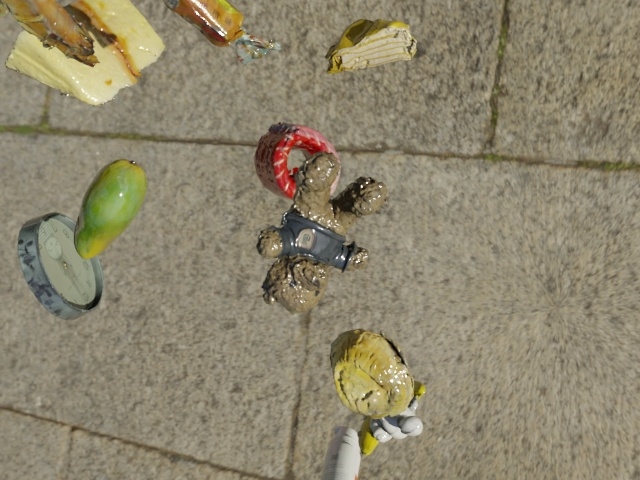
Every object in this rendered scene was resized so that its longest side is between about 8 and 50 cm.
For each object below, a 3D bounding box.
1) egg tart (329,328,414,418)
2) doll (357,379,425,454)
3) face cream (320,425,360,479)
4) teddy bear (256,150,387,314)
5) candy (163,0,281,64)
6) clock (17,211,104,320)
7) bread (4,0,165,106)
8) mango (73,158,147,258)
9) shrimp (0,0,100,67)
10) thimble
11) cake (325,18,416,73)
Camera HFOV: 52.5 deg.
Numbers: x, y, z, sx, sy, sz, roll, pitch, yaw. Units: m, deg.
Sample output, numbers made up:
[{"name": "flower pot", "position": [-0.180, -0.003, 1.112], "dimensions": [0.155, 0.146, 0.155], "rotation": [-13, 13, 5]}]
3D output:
[{"name": "egg tart", "position": [0.107, 0.328, 1.542], "dimensions": [0.232, 0.098, 0.252], "rotation": [26, 124, 21]}, {"name": "doll", "position": [0.194, 0.467, 1.746], "dimensions": [0.237, 0.252, 0.111], "rotation": [-39, 98, 28]}, {"name": "face cream", "position": [0.050, 0.650, 1.769], "dimensions": [0.102, 0.345, 0.102], "rotation": [5, 119, 10]}, {"name": "teddy bear", "position": [-0.002, -0.011, 0.956], "dimensions": [0.182, 0.129, 0.251], "rotation": [19, 110, -18]}, {"name": "candy", "position": [-0.124, -0.248, 0.711], "dimensions": [0.053, 0.182, 0.046], "rotation": [10, 73, 54]}, {"name": "clock", "position": [-0.499, 0.048, 1.267], "dimensions": [0.042, 0.215, 0.215], "rotation": [-21, 78, 9]}, {"name": "bread", "position": [-0.427, -0.341, 1.213], "dimensions": [0.178, 0.240, 0.135], "rotation": [49, 140, -14]}, {"name": "mango", "position": [-0.340, -0.056, 1.038], "dimensions": [0.191, 0.085, 0.122], "rotation": [-39, 36, 40]}, {"name": "shrimp", "position": [-0.305, -0.203, 0.633], "dimensions": [0.124, 0.178, 0.034], "rotation": [-32, 61, 7]}, {"name": "thimble", "position": [-0.053, -0.172, 1.490], "dimensions": [0.163, 0.189, 0.125], "rotation": [-56, 34, -9]}, {"name": "cake", "position": [0.080, -0.361, 1.218], "dimensions": [0.116, 0.080, 0.185], "rotation": [-43, 47, -14]}]
